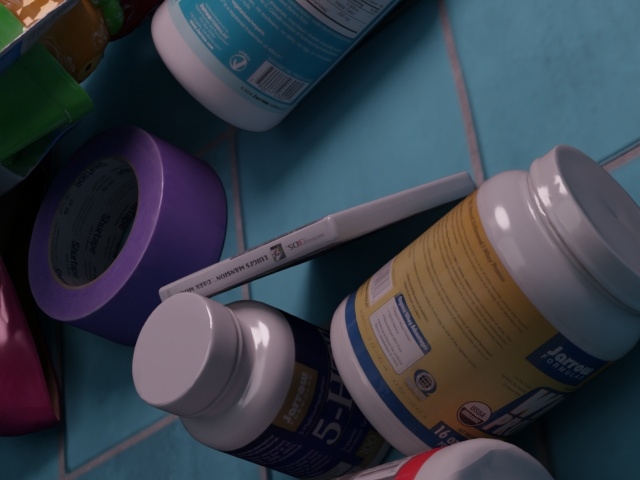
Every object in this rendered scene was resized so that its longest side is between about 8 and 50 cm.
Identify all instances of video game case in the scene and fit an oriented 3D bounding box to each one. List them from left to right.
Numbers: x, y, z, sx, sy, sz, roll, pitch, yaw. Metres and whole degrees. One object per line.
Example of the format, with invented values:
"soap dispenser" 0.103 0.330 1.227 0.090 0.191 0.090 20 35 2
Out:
"video game case" 0.000 0.000 1.139 0.173 0.190 0.022 -23 87 37

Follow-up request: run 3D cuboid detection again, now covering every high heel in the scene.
"high heel" -0.282 0.013 1.503 0.181 0.127 0.377 5 70 21

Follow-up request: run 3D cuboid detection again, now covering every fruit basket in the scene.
"fruit basket" -0.226 -0.194 1.399 0.353 0.165 0.327 -40 8 -20

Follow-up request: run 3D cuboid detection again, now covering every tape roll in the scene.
"tape roll" -0.178 -0.004 1.394 0.189 0.080 0.189 -24 54 37

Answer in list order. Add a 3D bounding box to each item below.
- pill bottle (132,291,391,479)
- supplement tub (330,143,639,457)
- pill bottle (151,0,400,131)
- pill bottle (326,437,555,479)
"pill bottle" -0.040 0.106 1.111 0.112 0.186 0.112 -23 56 37
"supplement tub" 0.120 0.045 1.008 0.199 0.144 0.144 -41 46 25
"pill bottle" -0.010 -0.226 1.283 0.264 0.146 0.146 -43 45 21
"pill bottle" 0.006 0.248 0.998 0.318 0.176 0.176 -23 55 37
